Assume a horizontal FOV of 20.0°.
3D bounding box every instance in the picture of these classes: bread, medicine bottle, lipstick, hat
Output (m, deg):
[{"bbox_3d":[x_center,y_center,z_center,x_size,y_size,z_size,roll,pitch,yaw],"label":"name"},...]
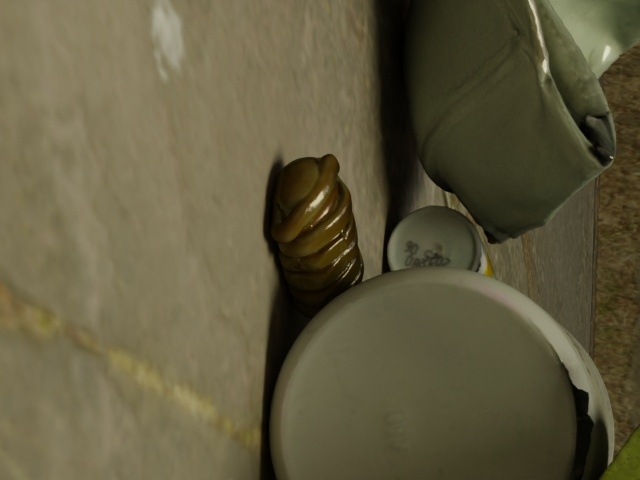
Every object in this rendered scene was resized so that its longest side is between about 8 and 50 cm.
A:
[{"bbox_3d":[0.000,0.000,0.804,0.088,0.034,0.049,77,25,-51],"label":"bread"},{"bbox_3d":[0.071,0.094,0.879,0.258,0.143,0.143,30,62,-75],"label":"medicine bottle"},{"bbox_3d":[0.090,0.044,1.166,0.264,0.059,0.059,58,35,-70],"label":"lipstick"},{"bbox_3d":[0.097,-0.163,1.057,0.301,0.168,0.258,61,36,-18],"label":"hat"}]

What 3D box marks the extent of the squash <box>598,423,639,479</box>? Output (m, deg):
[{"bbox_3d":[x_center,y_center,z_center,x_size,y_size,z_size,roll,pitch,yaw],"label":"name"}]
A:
[{"bbox_3d":[0.098,0.186,0.771,0.252,0.049,0.252,-55,165,-22],"label":"squash"}]
